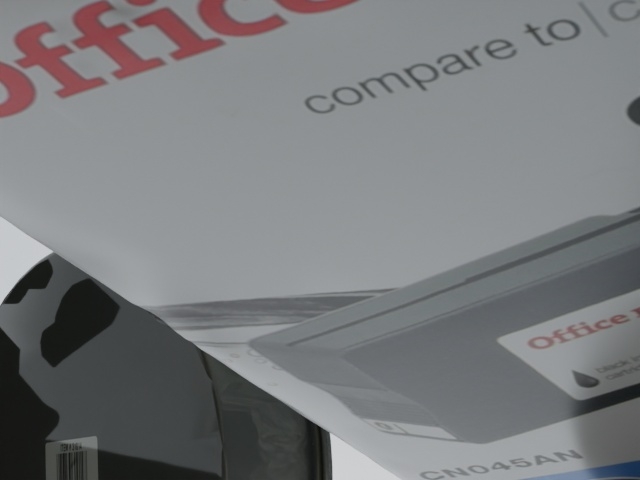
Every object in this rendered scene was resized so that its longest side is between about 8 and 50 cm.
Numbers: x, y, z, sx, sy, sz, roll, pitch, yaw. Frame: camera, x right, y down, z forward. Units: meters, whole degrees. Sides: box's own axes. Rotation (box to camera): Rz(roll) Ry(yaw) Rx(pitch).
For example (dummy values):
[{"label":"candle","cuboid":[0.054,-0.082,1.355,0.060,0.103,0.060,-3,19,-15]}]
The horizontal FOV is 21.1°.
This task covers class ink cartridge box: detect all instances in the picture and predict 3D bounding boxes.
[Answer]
[{"label":"ink cartridge box","cuboid":[0.093,-0.058,0.479,0.285,0.166,0.395,-15,-34,29]}]

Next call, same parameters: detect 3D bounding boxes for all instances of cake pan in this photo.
[{"label":"cake pan","cuboid":[-0.109,0.127,0.912,0.054,0.293,0.293,6,-74,-41]}]
